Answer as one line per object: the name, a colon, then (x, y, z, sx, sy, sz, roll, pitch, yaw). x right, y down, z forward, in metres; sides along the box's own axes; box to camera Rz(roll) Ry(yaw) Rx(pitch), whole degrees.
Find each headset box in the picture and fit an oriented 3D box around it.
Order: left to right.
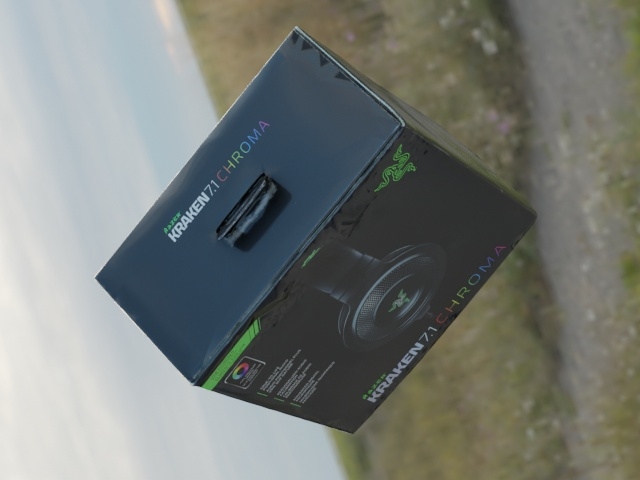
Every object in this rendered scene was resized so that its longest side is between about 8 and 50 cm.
headset box: (0.000, 0.000, 1.349, 0.131, 0.246, 0.283, 44, -172, 30)
